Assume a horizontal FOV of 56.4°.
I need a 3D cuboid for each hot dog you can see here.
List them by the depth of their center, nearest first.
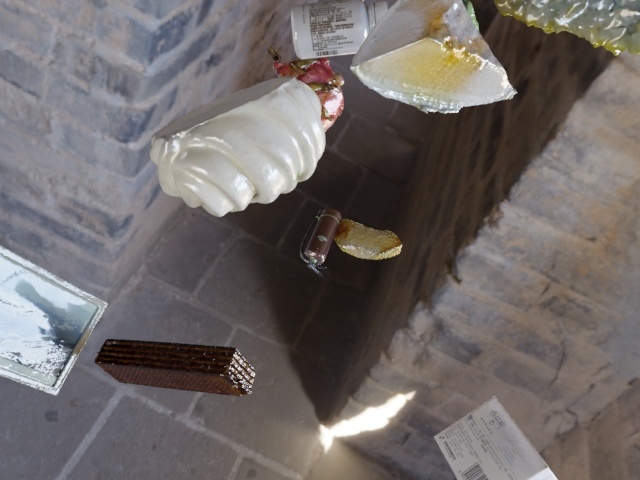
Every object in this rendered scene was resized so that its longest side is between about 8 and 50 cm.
[{"bbox_3d":[0.095,0.006,1.258,0.168,0.061,0.078,19,66,26],"label":"hot dog"}]

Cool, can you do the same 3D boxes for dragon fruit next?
[{"bbox_3d":[-0.023,-0.399,1.572,0.147,0.211,0.282,-23,93,-2],"label":"dragon fruit"}]

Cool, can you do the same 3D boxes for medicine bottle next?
[{"bbox_3d":[0.030,-0.315,0.885,0.140,0.079,0.079,-5,46,5],"label":"medicine bottle"}]

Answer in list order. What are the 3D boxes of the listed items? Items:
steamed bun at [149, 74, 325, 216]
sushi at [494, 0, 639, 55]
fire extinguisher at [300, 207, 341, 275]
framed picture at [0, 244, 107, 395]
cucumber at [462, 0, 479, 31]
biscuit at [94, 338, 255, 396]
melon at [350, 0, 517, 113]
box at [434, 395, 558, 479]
[{"bbox_3d":[-0.079,-0.086,0.589,0.183,0.182,0.106,-48,120,-46],"label":"steamed bun"},{"bbox_3d":[0.455,-0.475,0.826,0.351,0.397,0.240,33,45,21],"label":"sushi"},{"bbox_3d":[0.000,0.000,1.188,0.064,0.043,0.158,26,47,-2],"label":"fire extinguisher"},{"bbox_3d":[-0.655,0.181,1.321,0.022,0.335,0.247,12,68,35],"label":"framed picture"},{"bbox_3d":[0.322,-0.574,1.544,0.193,0.115,0.086,23,73,6],"label":"cucumber"},{"bbox_3d":[-0.330,0.284,1.350,0.388,0.107,0.073,-1,52,27],"label":"biscuit"},{"bbox_3d":[0.129,-0.209,0.608,0.202,0.093,0.140,4,83,-30],"label":"melon"},{"bbox_3d":[0.444,0.563,1.519,0.116,0.203,0.274,52,4,-26],"label":"box"}]
